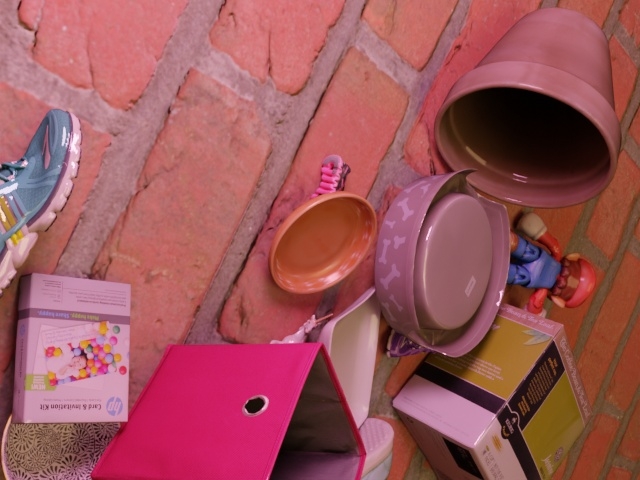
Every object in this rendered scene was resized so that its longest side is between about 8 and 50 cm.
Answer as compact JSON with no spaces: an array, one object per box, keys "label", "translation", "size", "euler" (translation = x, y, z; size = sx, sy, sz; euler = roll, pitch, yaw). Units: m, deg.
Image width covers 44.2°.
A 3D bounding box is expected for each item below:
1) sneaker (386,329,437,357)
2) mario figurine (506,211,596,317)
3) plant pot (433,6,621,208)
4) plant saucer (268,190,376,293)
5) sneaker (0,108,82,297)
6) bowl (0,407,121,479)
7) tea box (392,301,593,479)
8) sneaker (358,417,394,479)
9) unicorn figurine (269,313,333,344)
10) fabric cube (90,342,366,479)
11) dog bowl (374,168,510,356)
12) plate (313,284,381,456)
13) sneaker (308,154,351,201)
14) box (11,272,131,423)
[{"label":"sneaker","translation":[0.197,0.194,1.543],"size":[0.169,0.071,0.068],"euler":[-9,110,-39]},{"label":"mario figurine","translation":[0.462,0.067,1.738],"size":[0.320,0.170,0.198],"euler":[20,126,-34]},{"label":"plant pot","translation":[0.402,-0.265,1.447],"size":[0.323,0.323,0.280],"euler":[52,52,-40]},{"label":"plant saucer","translation":[0.000,0.000,1.281],"size":[0.200,0.037,0.200],"euler":[-22,137,-22]},{"label":"sneaker","translation":[-0.374,-0.043,0.922],"size":[0.110,0.107,0.275],"euler":[37,78,-34]},{"label":"bowl","translation":[-0.356,0.271,1.039],"size":[0.170,0.080,0.170],"euler":[15,70,-45]},{"label":"tea box","translation":[0.373,0.355,1.655],"size":[0.323,0.220,0.329],"euler":[-46,130,-21]},{"label":"sneaker","translation":[0.005,0.466,1.415],"size":[0.366,0.135,0.150],"euler":[-21,116,-35]},{"label":"unicorn figurine","translation":[-0.048,0.197,1.334],"size":[0.111,0.060,0.162],"euler":[-26,136,-47]},{"label":"fabric cube","translation":[-0.111,0.315,1.110],"size":[0.254,0.258,0.259],"euler":[-65,144,-48]},{"label":"dog bowl","translation":[0.228,0.037,1.461],"size":[0.348,0.102,0.349],"euler":[-12,106,-48]},{"label":"plate","translation":[0.038,0.231,1.366],"size":[0.278,0.045,0.277],"euler":[-28,128,-66]},{"label":"sneaker","translation":[0.019,-0.080,1.310],"size":[0.057,0.047,0.119],"euler":[20,91,-56]},{"label":"box","translation":[-0.320,0.143,1.023],"size":[0.145,0.038,0.186],"euler":[12,72,-44]}]
